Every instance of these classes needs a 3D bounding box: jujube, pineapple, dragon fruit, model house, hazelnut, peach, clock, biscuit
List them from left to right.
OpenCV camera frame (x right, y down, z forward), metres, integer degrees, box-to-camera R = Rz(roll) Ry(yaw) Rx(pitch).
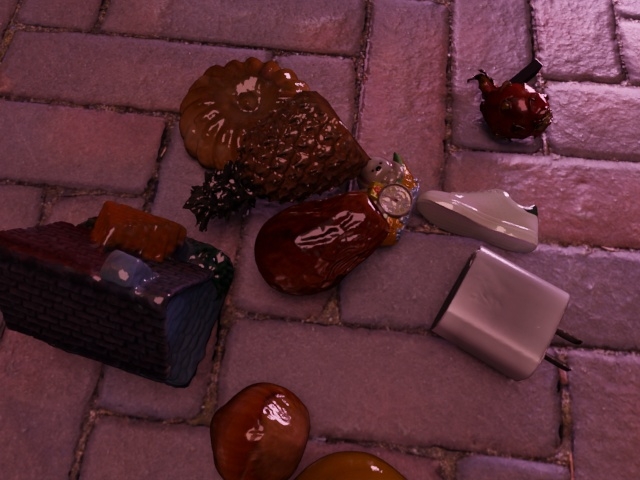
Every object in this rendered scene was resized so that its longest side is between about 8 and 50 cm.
[{"bbox_3d":[-0.373,0.056,0.861,0.361,0.339,0.297,18,71,6],"label":"model house"},{"bbox_3d":[-0.163,-0.291,1.130,0.326,0.107,0.325,0,66,1],"label":"biscuit"},{"bbox_3d":[-0.108,0.329,0.848,0.182,0.182,0.181,0,68,-1],"label":"hazelnut"},{"bbox_3d":[-0.099,-0.137,0.981,0.362,0.202,0.201,-32,71,9],"label":"pineapple"},{"bbox_3d":[0.000,0.000,0.952,0.255,0.190,0.189,-31,70,14],"label":"jujube"},{"bbox_3d":[0.053,0.473,0.804,0.252,0.153,0.250,-1,73,4],"label":"peach"},{"bbox_3d":[0.124,-0.089,1.050,0.144,0.103,0.230,24,71,-1],"label":"clock"},{"bbox_3d":[0.423,-0.319,1.145,0.125,0.125,0.246,-30,57,2],"label":"dragon fruit"}]

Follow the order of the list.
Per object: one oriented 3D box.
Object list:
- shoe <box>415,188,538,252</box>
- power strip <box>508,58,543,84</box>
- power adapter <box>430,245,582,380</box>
[{"bbox_3d":[0.336,-0.065,1.053,0.265,0.095,0.110,23,70,-1],"label":"shoe"},{"bbox_3d":[0.493,-0.396,1.213,0.111,0.038,0.029,-39,75,-13],"label":"power strip"},{"bbox_3d":[0.366,0.153,0.948,0.255,0.124,0.187,30,73,10],"label":"power adapter"}]
